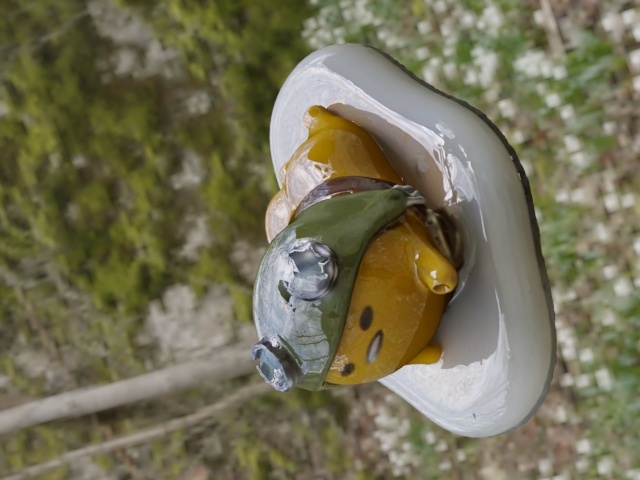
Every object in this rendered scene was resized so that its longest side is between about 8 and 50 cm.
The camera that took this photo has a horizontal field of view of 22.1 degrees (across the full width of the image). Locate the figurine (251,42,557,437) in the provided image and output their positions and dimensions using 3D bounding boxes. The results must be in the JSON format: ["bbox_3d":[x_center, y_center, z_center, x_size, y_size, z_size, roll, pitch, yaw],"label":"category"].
[{"bbox_3d":[0.000,0.000,0.857,0.141,0.166,0.250,-6,-137,-39],"label":"figurine"}]
